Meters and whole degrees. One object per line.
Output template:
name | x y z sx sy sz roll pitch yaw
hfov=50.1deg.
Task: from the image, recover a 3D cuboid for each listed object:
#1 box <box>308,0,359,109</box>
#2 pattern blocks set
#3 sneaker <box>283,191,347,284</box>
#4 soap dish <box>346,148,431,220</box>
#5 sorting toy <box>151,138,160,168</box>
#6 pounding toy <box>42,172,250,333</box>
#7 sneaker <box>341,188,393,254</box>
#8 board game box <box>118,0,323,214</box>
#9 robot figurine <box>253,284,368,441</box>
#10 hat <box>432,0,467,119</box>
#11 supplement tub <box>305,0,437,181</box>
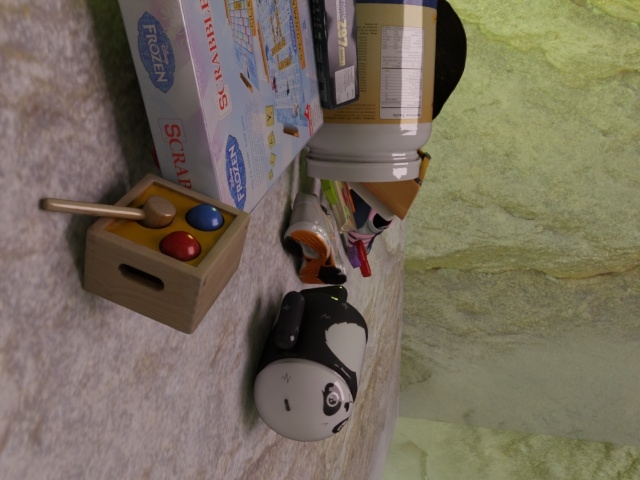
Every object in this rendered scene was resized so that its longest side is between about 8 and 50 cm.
box | -0.030 -0.312 0.930 0.059 0.183 0.233 -27 128 -32
pattern blocks set | 0.032 -0.096 1.375 0.285 0.026 0.325 44 31 -72
sneaker | 0.000 0.000 1.336 0.262 0.099 0.121 71 21 -61
soap dish | 0.148 -0.190 1.620 0.118 0.229 0.291 -44 -174 25
sorting toy | -0.127 -0.158 0.821 0.274 0.046 0.132 -27 120 -69
pounding toy | -0.154 -0.002 0.623 0.130 0.141 0.100 -61 172 -53
sneaker | 0.127 -0.033 1.779 0.319 0.131 0.112 63 33 -66
board game box | -0.089 -0.215 0.742 0.318 0.065 0.319 -59 148 -54
robot figurine | -0.009 0.202 1.162 0.173 0.209 0.278 -50 -165 41
hat | 0.172 -0.423 1.595 0.133 0.331 0.332 -21 120 -37
supplement tub | 0.073 -0.264 1.132 0.228 0.228 0.317 -42 134 -72
